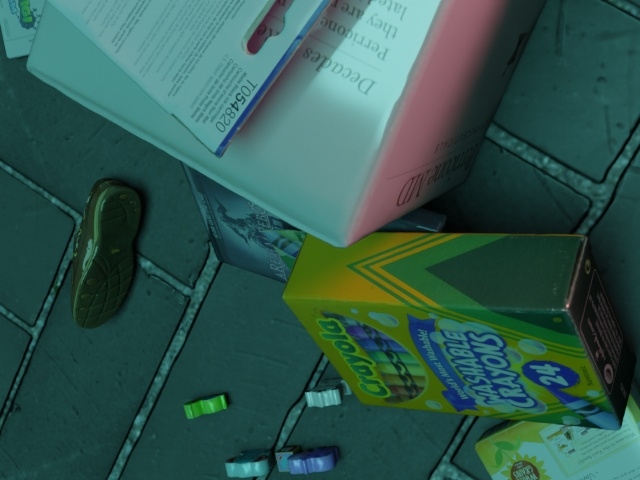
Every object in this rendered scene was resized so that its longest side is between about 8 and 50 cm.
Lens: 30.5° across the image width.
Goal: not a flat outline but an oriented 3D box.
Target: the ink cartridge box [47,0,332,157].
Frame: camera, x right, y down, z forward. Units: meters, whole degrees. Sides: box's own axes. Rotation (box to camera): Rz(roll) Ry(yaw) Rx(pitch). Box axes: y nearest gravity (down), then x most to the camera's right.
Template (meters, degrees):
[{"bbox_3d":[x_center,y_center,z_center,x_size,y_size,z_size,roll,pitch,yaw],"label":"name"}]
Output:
[{"bbox_3d":[-0.087,-0.214,0.857,0.224,0.045,0.223,44,115,9],"label":"ink cartridge box"}]

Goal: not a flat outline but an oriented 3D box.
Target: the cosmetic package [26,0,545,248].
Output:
[{"bbox_3d":[0.017,-0.264,1.009,0.327,0.329,0.394,29,112,16],"label":"cosmetic package"}]

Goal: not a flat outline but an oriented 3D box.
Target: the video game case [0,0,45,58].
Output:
[{"bbox_3d":[-0.307,-0.294,1.320,0.143,0.019,0.157,-7,98,25],"label":"video game case"}]

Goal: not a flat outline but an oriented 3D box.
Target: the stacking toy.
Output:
[{"bbox_3d":[-0.045,0.247,1.300,0.221,0.052,0.167,-10,97,26],"label":"stacking toy"}]

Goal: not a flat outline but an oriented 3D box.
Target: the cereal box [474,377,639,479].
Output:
[{"bbox_3d":[0.285,0.265,1.158,0.173,0.047,0.240,-31,88,26],"label":"cereal box"}]

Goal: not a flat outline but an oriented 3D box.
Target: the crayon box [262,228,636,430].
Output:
[{"bbox_3d":[0.109,0.082,1.099,0.323,0.083,0.203,2,145,31],"label":"crayon box"}]

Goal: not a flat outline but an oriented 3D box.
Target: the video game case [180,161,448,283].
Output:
[{"bbox_3d":[0.000,0.000,1.174,0.274,0.026,0.196,17,150,19],"label":"video game case"}]

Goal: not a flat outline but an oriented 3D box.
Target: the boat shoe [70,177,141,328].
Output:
[{"bbox_3d":[-0.251,0.013,1.343,0.060,0.064,0.178,34,115,47],"label":"boat shoe"}]
